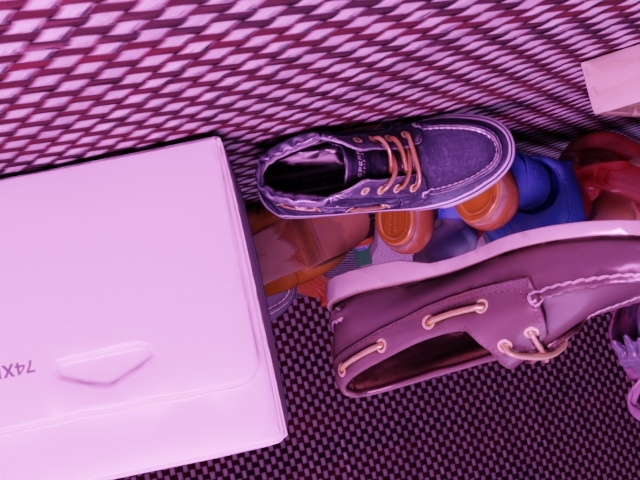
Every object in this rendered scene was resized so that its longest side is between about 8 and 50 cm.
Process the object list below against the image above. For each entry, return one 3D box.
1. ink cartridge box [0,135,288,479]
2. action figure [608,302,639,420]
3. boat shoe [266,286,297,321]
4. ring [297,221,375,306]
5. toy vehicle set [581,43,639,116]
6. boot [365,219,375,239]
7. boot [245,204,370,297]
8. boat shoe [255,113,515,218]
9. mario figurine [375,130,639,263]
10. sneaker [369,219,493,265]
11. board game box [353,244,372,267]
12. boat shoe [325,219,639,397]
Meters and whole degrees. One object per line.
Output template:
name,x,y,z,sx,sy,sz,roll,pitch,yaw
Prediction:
ink cartridge box,-0.136,0.059,0.992,0.198,0.197,0.270,-11,176,-2
action figure,0.526,0.031,1.930,0.248,0.275,0.370,-6,-153,28
boat shoe,-0.159,0.063,1.537,0.320,0.116,0.099,-4,176,-26
ring,0.110,0.040,1.901,0.337,0.032,0.336,-4,162,-1
toy vehicle set,0.322,-0.130,0.908,0.267,0.035,0.166,-15,175,33
boot,0.000,0.000,1.700,0.106,0.037,0.114,-8,179,-22
boot,-0.108,0.029,1.307,0.295,0.104,0.211,-15,176,-19
boat shoe,0.045,-0.049,0.978,0.183,0.065,0.083,-11,177,2
mario figurine,0.204,-0.006,1.226,0.321,0.170,0.198,3,-159,-44
sneaker,0.150,-0.007,1.596,0.150,0.135,0.366,-33,179,-9
board game box,0.211,-0.013,2.019,0.214,0.046,0.317,-14,175,29
boat shoe,0.142,0.056,1.132,0.324,0.096,0.117,-13,157,34
